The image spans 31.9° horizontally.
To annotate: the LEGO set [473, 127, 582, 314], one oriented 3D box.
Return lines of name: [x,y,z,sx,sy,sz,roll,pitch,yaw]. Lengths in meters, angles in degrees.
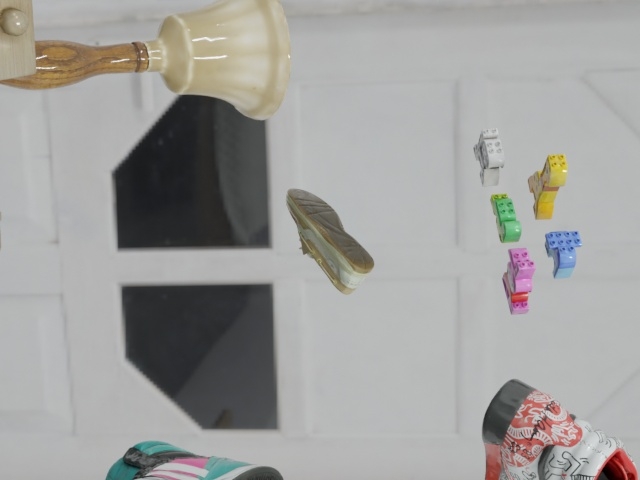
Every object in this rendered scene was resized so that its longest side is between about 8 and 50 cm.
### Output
LEGO set: [0.239,-0.042,1.251,0.093,0.087,0.227,95,-12,-58]

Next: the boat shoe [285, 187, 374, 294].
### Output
boat shoe: [0.000,0.000,1.110,0.135,0.050,0.045,53,-54,39]

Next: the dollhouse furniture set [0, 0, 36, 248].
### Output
dollhouse furniture set: [-0.122,-0.038,0.266,0.144,0.123,0.151,-19,120,-43]

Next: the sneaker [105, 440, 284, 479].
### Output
sneaker: [-0.196,0.296,1.258,0.295,0.178,0.124,5,85,-53]

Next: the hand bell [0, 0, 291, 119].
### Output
hand bell: [-0.158,-0.148,0.918,0.126,0.242,0.126,26,-58,53]

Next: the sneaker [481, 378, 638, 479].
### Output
sneaker: [0.252,0.261,1.177,0.090,0.145,0.270,-46,145,-22]
